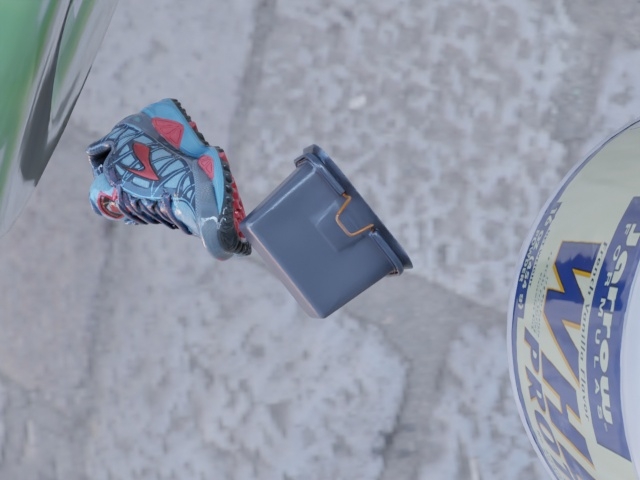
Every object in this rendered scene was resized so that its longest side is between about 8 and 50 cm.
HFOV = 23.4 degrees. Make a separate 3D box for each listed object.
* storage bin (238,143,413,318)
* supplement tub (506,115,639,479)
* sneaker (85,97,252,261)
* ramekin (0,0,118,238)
[{"bbox_3d":[0.000,0.000,1.310,0.135,0.091,0.098,51,170,-6],"label":"storage bin"},{"bbox_3d":[0.214,0.045,0.605,0.325,0.235,0.235,178,92,-86],"label":"supplement tub"},{"bbox_3d":[-0.150,-0.038,1.451,0.262,0.125,0.104,47,157,57],"label":"sneaker"},{"bbox_3d":[-0.124,-0.143,0.482,0.303,0.148,0.303,-160,90,-83],"label":"ramekin"}]
